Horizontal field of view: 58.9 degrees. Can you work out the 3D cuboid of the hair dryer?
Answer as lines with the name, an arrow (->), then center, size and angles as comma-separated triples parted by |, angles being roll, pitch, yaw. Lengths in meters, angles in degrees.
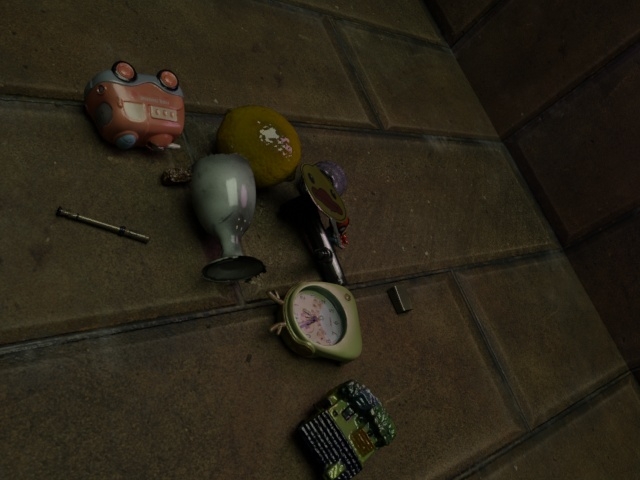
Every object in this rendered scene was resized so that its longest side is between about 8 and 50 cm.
hair dryer -> 0.008, -0.021, 1.724 | 0.156, 0.284, 0.320 | -22, 78, -13

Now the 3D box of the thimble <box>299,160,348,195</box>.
thimble -> 0.012, -0.196, 1.935 | 0.150, 0.150, 0.098 | 51, 37, 0

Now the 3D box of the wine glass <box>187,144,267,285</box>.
wine glass -> -0.259, -0.067, 1.567 | 0.190, 0.190, 0.357 | 5, 62, -38

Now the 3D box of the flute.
flute -> -0.543, -0.038, 1.435 | 0.233, 0.027, 0.027 | 20, 50, -29

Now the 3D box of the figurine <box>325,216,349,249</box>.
figurine -> 0.058, -0.044, 1.876 | 0.075, 0.140, 0.068 | 18, 41, 24

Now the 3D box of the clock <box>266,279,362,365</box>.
clock -> -0.027, 0.230, 1.638 | 0.308, 0.096, 0.235 | 16, 54, -32

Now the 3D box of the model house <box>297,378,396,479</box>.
model house -> 0.053, 0.498, 1.465 | 0.211, 0.170, 0.194 | -30, 85, -47

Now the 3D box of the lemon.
lemon -> -0.191, -0.287, 1.751 | 0.267, 0.267, 0.267 | 22, 49, -28

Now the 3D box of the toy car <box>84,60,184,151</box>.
toy car -> -0.510, -0.353, 1.584 | 0.270, 0.180, 0.212 | 0, 72, -42

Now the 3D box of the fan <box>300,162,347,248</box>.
fan -> 0.022, -0.113, 1.741 | 0.229, 0.011, 0.335 | 29, 37, -50

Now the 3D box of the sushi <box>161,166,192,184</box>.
sushi -> -0.410, -0.186, 1.633 | 0.120, 0.055, 0.052 | -11, 76, -43

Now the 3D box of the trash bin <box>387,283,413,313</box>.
trash bin -> 0.276, 0.204, 1.960 | 0.061, 0.043, 0.092 | -3, 67, -42
